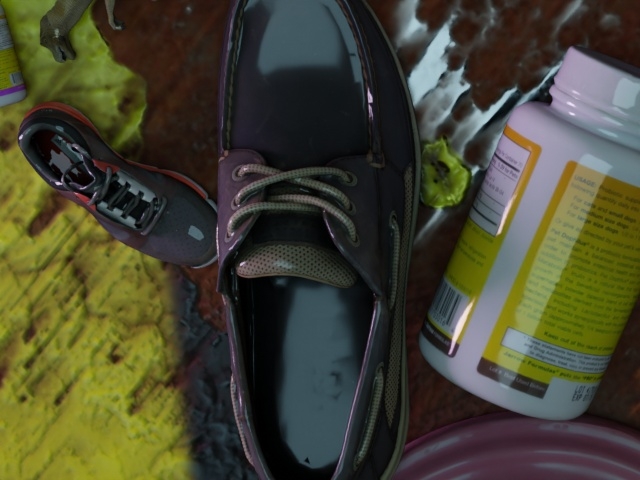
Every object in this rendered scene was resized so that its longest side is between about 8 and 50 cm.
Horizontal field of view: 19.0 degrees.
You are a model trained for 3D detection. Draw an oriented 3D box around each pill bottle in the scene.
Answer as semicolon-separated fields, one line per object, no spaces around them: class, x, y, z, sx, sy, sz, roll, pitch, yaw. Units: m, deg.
pill bottle;-0.220;-0.126;1.231;0.043;0.043;0.083;-13;98;8
pill bottle;0.150;-0.006;1.179;0.117;0.117;0.215;23;102;1

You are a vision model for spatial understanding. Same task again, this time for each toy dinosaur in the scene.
toy dinosaur;-0.145;-0.200;1.205;0.092;0.053;0.183;5;101;6

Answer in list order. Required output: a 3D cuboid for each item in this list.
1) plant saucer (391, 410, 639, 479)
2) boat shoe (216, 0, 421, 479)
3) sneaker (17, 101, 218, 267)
plant saucer;0.143;0.280;1.251;0.332;0.084;0.332;1;101;6
boat shoe;0.000;0.000;1.180;0.132;0.130;0.355;-6;93;6
sneaker;-0.133;-0.029;1.229;0.158;0.065;0.061;32;102;-1
